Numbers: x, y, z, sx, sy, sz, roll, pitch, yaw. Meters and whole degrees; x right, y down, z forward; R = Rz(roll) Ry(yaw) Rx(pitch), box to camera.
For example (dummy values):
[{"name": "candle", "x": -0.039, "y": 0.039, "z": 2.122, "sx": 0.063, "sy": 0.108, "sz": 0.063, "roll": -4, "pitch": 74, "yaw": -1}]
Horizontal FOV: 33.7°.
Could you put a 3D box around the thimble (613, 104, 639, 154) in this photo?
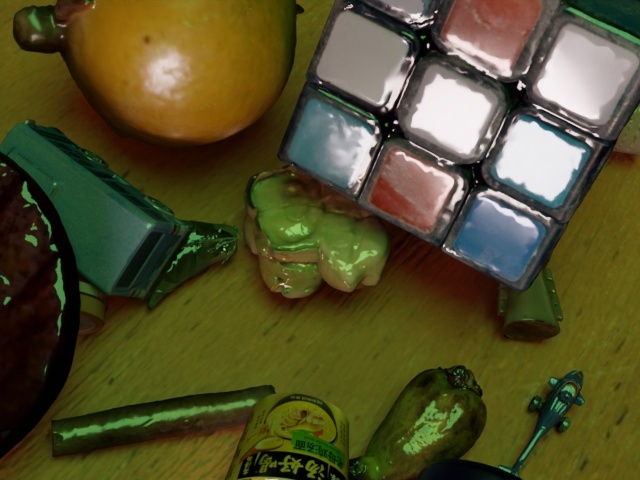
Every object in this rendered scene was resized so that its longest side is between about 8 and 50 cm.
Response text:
[{"name": "thimble", "x": 0.428, "y": -0.180, "z": 1.507, "sx": 0.090, "sy": 0.102, "sz": 0.115, "roll": 9, "pitch": 31, "yaw": -6}]

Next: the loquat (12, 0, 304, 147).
[{"name": "loquat", "x": -0.193, "y": -0.268, "z": 1.303, "sx": 0.359, "sy": 0.328, "sz": 0.328, "roll": -10, "pitch": 64, "yaw": -21}]

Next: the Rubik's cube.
[{"name": "Rubik's cube", "x": 0.203, "y": -0.210, "z": 1.271, "sx": 0.358, "sy": 0.363, "sz": 0.362, "roll": 26, "pitch": 32, "yaw": 7}]

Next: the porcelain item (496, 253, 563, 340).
[{"name": "porcelain item", "x": 0.265, "y": 0.026, "z": 1.385, "sx": 0.084, "sy": 0.054, "sz": 0.213, "roll": 9, "pitch": 56, "yaw": -12}]

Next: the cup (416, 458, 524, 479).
[{"name": "cup", "x": 0.155, "y": 0.401, "z": 1.126, "sx": 0.178, "sy": 0.255, "sz": 0.256, "roll": 3, "pitch": 49, "yaw": 35}]

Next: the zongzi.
[{"name": "zongzi", "x": -0.154, "y": 0.033, "z": 1.305, "sx": 0.109, "sy": 0.055, "sz": 0.119, "roll": 6, "pitch": 72, "yaw": -9}]

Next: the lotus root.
[{"name": "lotus root", "x": 0.109, "y": 0.228, "z": 1.228, "sx": 0.190, "sy": 0.094, "sz": 0.108, "roll": -41, "pitch": 35, "yaw": -16}]

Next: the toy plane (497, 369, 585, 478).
[{"name": "toy plane", "x": 0.271, "y": 0.221, "z": 1.278, "sx": 0.054, "sy": 0.062, "sz": 0.167, "roll": 36, "pitch": 71, "yaw": 9}]

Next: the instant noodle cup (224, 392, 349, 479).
[{"name": "instant noodle cup", "x": -0.032, "y": 0.246, "z": 1.160, "sx": 0.151, "sy": 0.151, "sz": 0.122, "roll": 12, "pitch": 53, "yaw": -4}]

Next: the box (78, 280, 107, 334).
[{"name": "box", "x": -0.299, "y": 0.077, "z": 1.218, "sx": 0.105, "sy": 0.105, "sz": 0.037, "roll": 5, "pitch": 66, "yaw": -8}]

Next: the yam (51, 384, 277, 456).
[{"name": "yam", "x": -0.174, "y": 0.204, "z": 1.207, "sx": 0.264, "sy": 0.046, "sz": 0.046, "roll": -8, "pitch": 63, "yaw": -14}]

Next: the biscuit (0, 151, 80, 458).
[{"name": "biscuit", "x": -0.455, "y": 0.073, "z": 1.135, "sx": 0.407, "sy": 0.091, "sz": 0.407, "roll": -1, "pitch": 79, "yaw": 3}]

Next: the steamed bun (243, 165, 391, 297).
[{"name": "steamed bun", "x": 0.000, "y": 0.000, "z": 1.323, "sx": 0.177, "sy": 0.106, "sz": 0.192, "roll": -12, "pitch": 56, "yaw": -12}]

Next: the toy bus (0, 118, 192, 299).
[{"name": "toy bus", "x": -0.284, "y": -0.039, "z": 1.246, "sx": 0.234, "sy": 0.133, "sz": 0.116, "roll": 35, "pitch": 97, "yaw": 15}]
